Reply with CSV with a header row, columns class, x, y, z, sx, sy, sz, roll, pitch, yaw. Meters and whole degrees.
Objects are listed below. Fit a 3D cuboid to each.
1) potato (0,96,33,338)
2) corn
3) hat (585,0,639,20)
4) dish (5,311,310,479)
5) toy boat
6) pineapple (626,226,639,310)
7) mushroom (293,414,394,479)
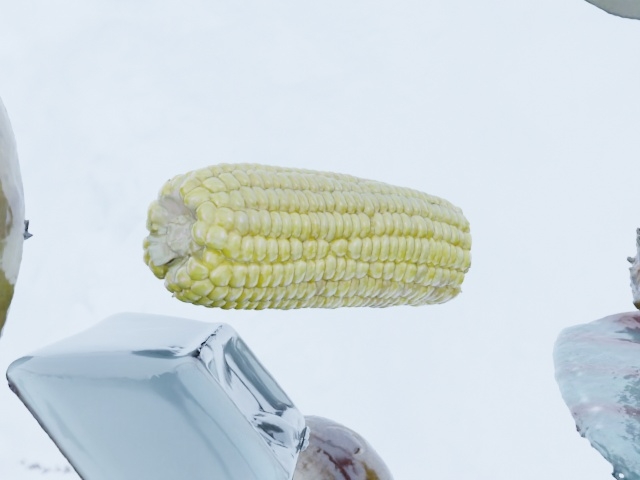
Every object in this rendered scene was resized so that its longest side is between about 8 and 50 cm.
class,x,y,z,sx,sy,sz,roll,pitch,yaw
potato,-0.282,-0.023,0.592,0.239,0.116,0.299,-5,92,-13
corn,0.000,0.000,0.721,0.093,0.244,0.093,-3,85,48
hat,0.154,-0.184,0.425,0.173,0.144,0.166,-26,62,10
dish,-0.065,0.106,0.634,0.080,0.243,0.182,-38,91,4
toy boat,0.243,0.117,0.782,0.206,0.282,0.096,22,112,28
pineapple,0.294,-0.055,0.810,0.111,0.119,0.237,11,72,4
mushroom,-0.012,0.273,0.961,0.194,0.138,0.231,-14,60,54
